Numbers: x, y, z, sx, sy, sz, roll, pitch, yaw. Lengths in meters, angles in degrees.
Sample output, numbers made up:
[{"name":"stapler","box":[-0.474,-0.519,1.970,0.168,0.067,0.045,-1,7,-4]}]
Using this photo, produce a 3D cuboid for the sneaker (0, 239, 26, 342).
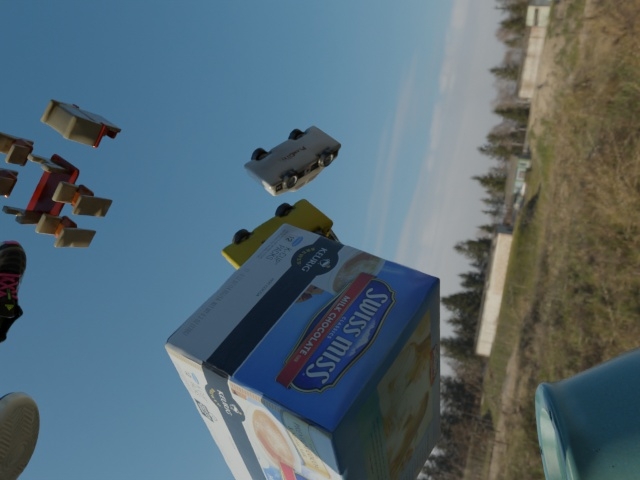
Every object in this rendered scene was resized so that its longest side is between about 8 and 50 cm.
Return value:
[{"name":"sneaker","box":[-0.490,0.086,0.881,0.063,0.074,0.170,15,-81,-53]}]

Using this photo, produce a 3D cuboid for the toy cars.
[{"name":"toy cars","box":[-0.062,-0.063,1.042,0.087,0.176,0.394,96,-179,-49]}]

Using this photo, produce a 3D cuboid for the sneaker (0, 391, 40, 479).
[{"name":"sneaker","box":[-0.591,0.389,0.935,0.350,0.148,0.131,-65,-16,4]}]

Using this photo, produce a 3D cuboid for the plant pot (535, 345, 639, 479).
[{"name":"plant pot","box":[0.372,0.228,0.590,0.271,0.255,0.272,-9,-90,-79]}]

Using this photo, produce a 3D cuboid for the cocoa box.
[{"name":"cocoa box","box":[0.007,0.200,0.729,0.231,0.227,0.347,-47,-38,-34]}]

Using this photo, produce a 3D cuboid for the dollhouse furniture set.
[{"name":"dollhouse furniture set","box":[-0.530,-0.144,1.169,0.259,0.262,0.135,-60,-18,8]}]

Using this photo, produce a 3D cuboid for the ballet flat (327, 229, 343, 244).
[{"name":"ballet flat","box":[0.000,0.000,1.132,0.070,0.188,0.070,-23,-48,-28]}]
